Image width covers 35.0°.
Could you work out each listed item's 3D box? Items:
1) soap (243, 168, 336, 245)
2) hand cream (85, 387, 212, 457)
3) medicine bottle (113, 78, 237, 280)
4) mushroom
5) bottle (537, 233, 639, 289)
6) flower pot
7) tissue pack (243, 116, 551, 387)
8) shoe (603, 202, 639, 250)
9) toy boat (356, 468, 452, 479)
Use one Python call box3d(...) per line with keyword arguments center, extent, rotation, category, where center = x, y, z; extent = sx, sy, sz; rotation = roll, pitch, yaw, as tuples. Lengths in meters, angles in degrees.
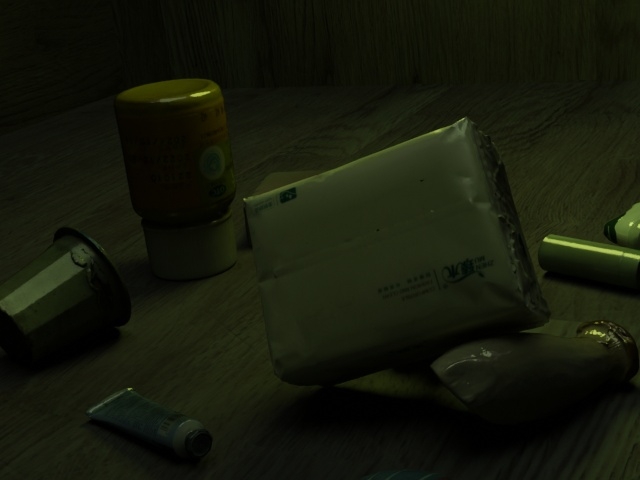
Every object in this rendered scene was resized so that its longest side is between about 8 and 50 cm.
box3d(center=(-0.004, -0.086, 2.321), extent=(0.296, 0.107, 0.285), rotation=(-2, 20, 12), category="soap")
box3d(center=(-0.245, 0.260, 1.477), extent=(0.088, 0.055, 0.256), rotation=(-31, 27, -35), category="hand cream")
box3d(center=(-0.288, -0.126, 2.100), extent=(0.225, 0.384, 0.224), rotation=(-5, 19, 2), category="medicine bottle")
box3d(center=(0.299, 0.180, 1.405), extent=(0.350, 0.128, 0.128), rotation=(-8, 17, -33), category="mushroom")
box3d(center=(0.499, 0.038, 1.845), extent=(0.072, 0.072, 0.202), rotation=(-23, 25, -39), category="bottle")
box3d(center=(-0.474, 0.116, 1.800), extent=(0.212, 0.212, 0.203), rotation=(11, 40, 42), category="flower pot")
box3d(center=(0.106, 0.028, 1.486), extent=(0.381, 0.297, 0.207), rotation=(-21, -21, 18), category="tissue pack")
box3d(center=(0.674, -0.051, 2.016), extent=(0.265, 0.095, 0.110), rotation=(-22, 24, -32), category="shoe")
box3d(center=(0.103, 0.302, 1.269), extent=(0.096, 0.034, 0.122), rotation=(-16, 19, -41), category="toy boat")
